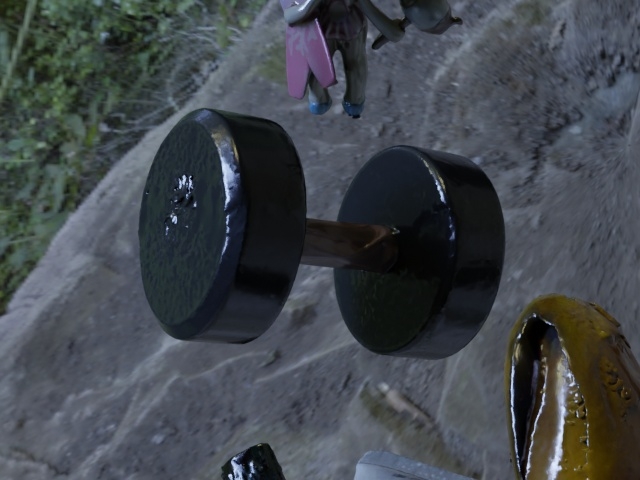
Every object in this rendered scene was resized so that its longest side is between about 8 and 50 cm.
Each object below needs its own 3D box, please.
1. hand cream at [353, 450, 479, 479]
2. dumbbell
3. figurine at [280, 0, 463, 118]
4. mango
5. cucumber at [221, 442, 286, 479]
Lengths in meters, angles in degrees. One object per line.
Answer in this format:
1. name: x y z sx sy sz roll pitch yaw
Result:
1. hand cream: 0.035 0.174 0.514 0.139 0.314 0.089 15 111 20
2. dumbbell: 0.000 0.000 0.763 0.152 0.218 0.152 -19 68 56
3. figurine: 0.038 -0.226 1.120 0.205 0.103 0.260 10 134 9
4. mango: 0.229 0.166 1.005 0.151 0.156 0.249 5 61 -18
5. cucumber: -0.052 0.324 1.171 0.078 0.062 0.211 -35 72 28
